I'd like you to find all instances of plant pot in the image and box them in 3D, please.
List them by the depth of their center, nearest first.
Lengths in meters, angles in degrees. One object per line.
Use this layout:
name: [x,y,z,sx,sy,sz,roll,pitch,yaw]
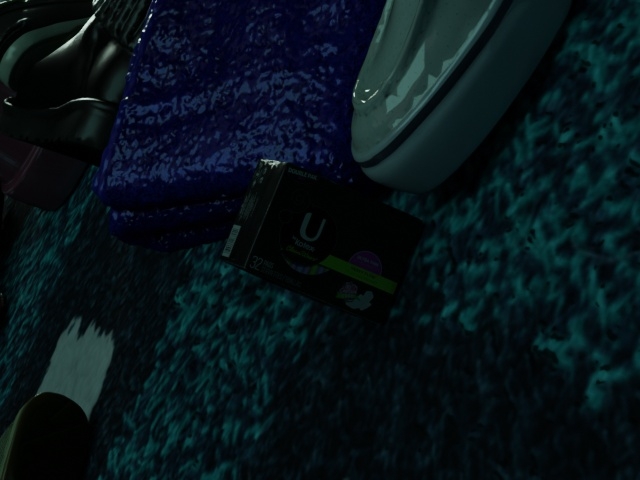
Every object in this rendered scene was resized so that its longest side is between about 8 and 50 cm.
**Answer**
plant pot: [-0.317,-0.154,1.751,0.201,0.180,0.201,-52,24,35]

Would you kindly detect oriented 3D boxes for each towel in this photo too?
towel: [-0.033,-0.153,1.087,0.227,0.076,0.308,-13,58,42]

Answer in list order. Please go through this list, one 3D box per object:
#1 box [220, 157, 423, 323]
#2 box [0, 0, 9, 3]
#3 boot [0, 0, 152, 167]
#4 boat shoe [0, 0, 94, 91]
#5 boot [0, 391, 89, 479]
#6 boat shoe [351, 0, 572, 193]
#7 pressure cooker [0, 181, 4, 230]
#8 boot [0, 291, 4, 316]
box: [0.000,0.000,0.923,0.062,0.083,0.052,-68,19,-2]
box: [-0.476,-0.251,2.306,0.290,0.087,0.169,-61,28,-5]
boot: [-0.134,-0.182,1.392,0.348,0.131,0.260,12,83,65]
boat shoe: [-0.234,-0.190,1.581,0.081,0.068,0.228,-58,-16,22]
boot: [-0.257,0.233,1.338,0.165,0.077,0.213,-35,32,55]
boat shoe: [0.069,-0.212,0.869,0.367,0.156,0.136,-64,20,7]
pressure cooker: [-0.548,-0.088,1.958,0.375,0.370,0.420,-55,41,34]
boot: [-0.389,0.143,1.758,0.178,0.085,0.236,-59,21,15]
